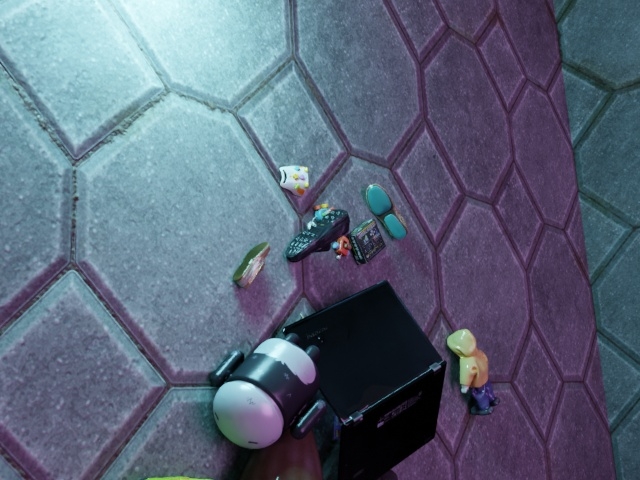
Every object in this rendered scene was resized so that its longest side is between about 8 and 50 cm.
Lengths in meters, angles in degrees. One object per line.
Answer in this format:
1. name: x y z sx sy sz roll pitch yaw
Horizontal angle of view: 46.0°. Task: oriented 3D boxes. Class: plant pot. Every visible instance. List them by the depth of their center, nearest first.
1. plant pot: -0.081 0.514 1.660 0.215 0.215 0.230 48 32 -31

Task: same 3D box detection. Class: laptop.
1. laptop: 0.113 0.379 1.942 0.382 0.236 0.407 -21 125 -39

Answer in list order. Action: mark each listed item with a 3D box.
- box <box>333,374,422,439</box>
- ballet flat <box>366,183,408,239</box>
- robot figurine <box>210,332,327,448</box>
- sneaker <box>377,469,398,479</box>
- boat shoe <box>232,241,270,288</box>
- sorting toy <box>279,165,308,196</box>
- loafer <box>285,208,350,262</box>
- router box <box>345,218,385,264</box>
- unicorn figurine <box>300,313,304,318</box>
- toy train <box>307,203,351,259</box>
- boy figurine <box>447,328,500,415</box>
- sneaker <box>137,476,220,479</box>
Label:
1. box: 0.165 0.434 2.027 0.293 0.057 0.200 13 74 -38
2. ballet flat: 0.196 -0.093 2.271 0.206 0.073 0.067 59 15 -25
3. robot figurine: -0.112 0.329 1.657 0.278 0.209 0.173 -45 118 -43
4. sneaker: 0.160 0.669 1.914 0.281 0.163 0.106 -21 96 -51
5. boat shoe: -0.159 0.060 1.802 0.135 0.050 0.045 -53 124 -32
6. sorting toy: -0.073 -0.163 1.980 0.075 0.045 0.083 4 76 -30
7. loafer: 0.000 0.000 1.969 0.223 0.076 0.078 -38 123 -33
8. router box: 0.130 0.004 2.170 0.122 0.038 0.092 -38 109 -49
9. unicorn figurine: -0.028 0.275 1.884 0.111 0.060 0.161 57 40 -29
10. toy train: 0.040 -0.030 2.065 0.166 0.046 0.125 38 52 -38
11. boy figurine: 0.490 0.425 2.442 0.177 0.092 0.285 -37 107 -48
12. sneaker: -0.287 0.523 1.461 0.296 0.110 0.123 21 60 -46
